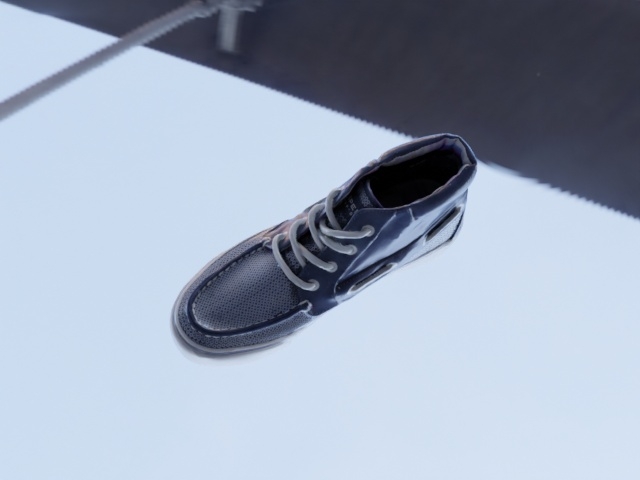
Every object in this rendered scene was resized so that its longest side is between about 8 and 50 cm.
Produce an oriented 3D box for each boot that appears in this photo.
[{"bbox_3d":[0.000,0.000,0.958,0.190,0.086,0.069,-29,-110,-17],"label":"boot"}]
